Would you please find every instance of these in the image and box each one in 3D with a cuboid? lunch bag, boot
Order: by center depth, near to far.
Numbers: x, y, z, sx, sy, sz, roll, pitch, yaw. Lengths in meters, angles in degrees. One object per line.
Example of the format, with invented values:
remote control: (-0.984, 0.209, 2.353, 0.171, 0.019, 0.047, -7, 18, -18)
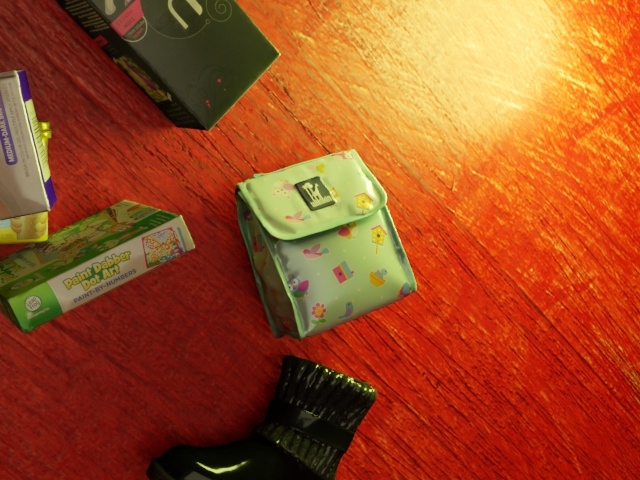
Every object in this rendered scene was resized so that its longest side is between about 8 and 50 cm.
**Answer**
lunch bag: (0.000, 0.000, 1.603, 0.223, 0.160, 0.262, -19, 94, -21)
boot: (-0.088, 0.302, 1.606, 0.348, 0.131, 0.260, 19, 95, -39)

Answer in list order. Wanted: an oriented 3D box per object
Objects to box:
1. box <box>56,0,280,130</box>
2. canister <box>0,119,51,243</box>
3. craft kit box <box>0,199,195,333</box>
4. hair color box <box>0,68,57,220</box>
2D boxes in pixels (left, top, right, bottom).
box: (-0.219, -0.308, 1.450, 0.165, 0.143, 0.270, -49, 116, -13)
canister: (-0.440, -0.082, 1.405, 0.126, 0.073, 0.169, -2, 100, -26)
craft kit box: (-0.328, 0.027, 1.380, 0.247, 0.250, 0.061, -31, 110, -22)
hair color box: (-0.528, -0.098, 1.286, 0.339, 0.110, 0.185, -12, 103, -6)
